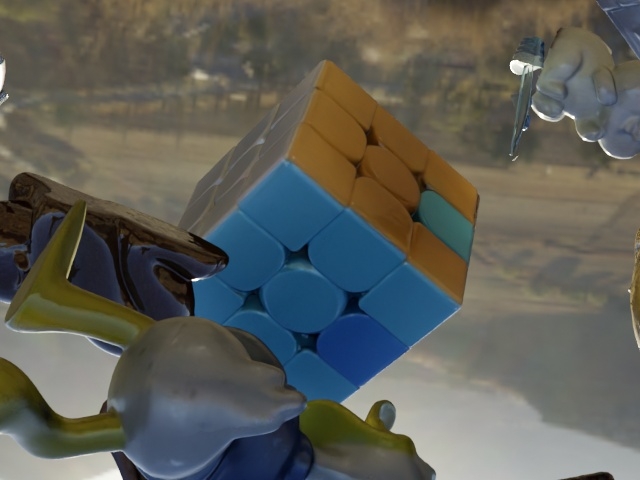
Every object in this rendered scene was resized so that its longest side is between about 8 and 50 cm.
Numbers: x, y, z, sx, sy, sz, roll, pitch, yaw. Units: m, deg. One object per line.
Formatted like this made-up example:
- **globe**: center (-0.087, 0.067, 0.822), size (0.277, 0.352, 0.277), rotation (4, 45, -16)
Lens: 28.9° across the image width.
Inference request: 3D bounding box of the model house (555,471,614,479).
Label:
- **model house**: center (0.338, 0.456, 1.777), size (0.280, 0.249, 0.230), rotation (-12, -172, -5)

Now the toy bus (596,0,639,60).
- **toy bus**: center (0.369, -0.274, 1.379), size (0.268, 0.106, 0.092), rotation (47, 156, -25)

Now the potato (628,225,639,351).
- **potato**: center (0.520, 0.054, 1.691), size (0.229, 0.229, 0.266), rotation (7, -146, -2)

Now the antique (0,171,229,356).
- **antique**: center (-0.234, 0.029, 1.244), size (0.257, 0.143, 0.121), rotation (23, -172, -31)

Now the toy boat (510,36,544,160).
- **toy boat**: center (0.242, -0.180, 1.493), size (0.034, 0.149, 0.105), rotation (13, 159, -1)

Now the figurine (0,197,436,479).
- **figurine**: center (-0.056, 0.146, 0.793), size (0.338, 0.204, 0.283), rotation (25, 160, -9)

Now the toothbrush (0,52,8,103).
- **toothbrush**: center (-0.337, -0.167, 1.293), size (0.020, 0.025, 0.286), rotation (44, 168, -9)

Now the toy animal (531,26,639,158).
- **toy animal**: center (0.379, -0.201, 1.614), size (0.193, 0.178, 0.127), rotation (15, 132, 8)

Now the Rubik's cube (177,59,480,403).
- **Rubik's cube**: center (0.000, 0.000, 1.608), size (0.291, 0.291, 0.290), rotation (41, 120, -14)
